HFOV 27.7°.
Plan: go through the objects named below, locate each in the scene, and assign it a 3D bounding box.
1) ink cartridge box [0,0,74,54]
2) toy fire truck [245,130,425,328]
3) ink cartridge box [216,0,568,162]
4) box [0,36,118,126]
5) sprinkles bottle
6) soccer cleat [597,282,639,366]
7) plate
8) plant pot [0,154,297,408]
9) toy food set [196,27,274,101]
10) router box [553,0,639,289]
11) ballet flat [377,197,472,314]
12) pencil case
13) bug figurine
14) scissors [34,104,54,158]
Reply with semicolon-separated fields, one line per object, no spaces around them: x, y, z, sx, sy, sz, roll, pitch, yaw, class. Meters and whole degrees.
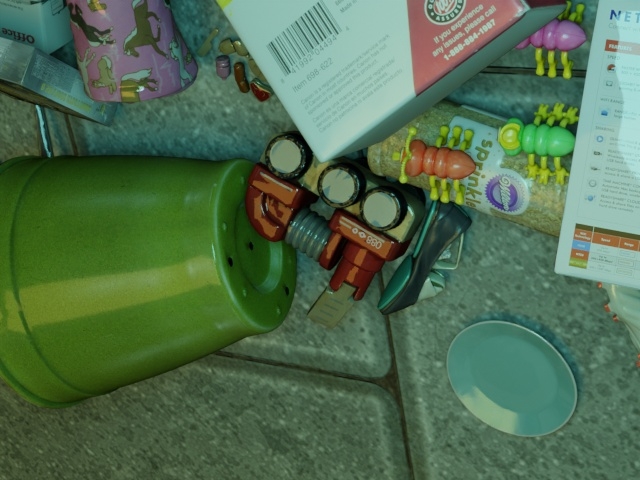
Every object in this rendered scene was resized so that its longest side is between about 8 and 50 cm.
-0.423;-0.377;1.797;0.153;0.087;0.208;18;127;22;ink cartridge box
0.000;0.000;1.712;0.217;0.158;0.246;30;106;13;toy fire truck
0.029;-0.321;1.360;0.279;0.160;0.385;-35;85;30;ink cartridge box
-0.413;-0.231;1.805;0.183;0.231;0.056;18;88;22;box
0.236;-0.079;1.542;0.355;0.121;0.121;21;128;21;sprinkles bottle
0.403;0.094;1.590;0.076;0.068;0.196;-23;107;25;soccer cleat
0.260;0.184;1.762;0.188;0.024;0.188;17;127;23;plate
-0.234;0.031;1.800;0.353;0.366;0.366;-10;114;24;plant pot
-0.103;-0.230;1.733;0.122;0.019;0.078;40;133;-6;toy food set
0.434;-0.084;1.342;0.335;0.082;0.301;12;103;19;router box
0.142;0.033;1.712;0.074;0.074;0.203;33;125;10;ballet flat
-0.266;-0.368;1.650;0.167;0.160;0.386;24;133;48;pencil case
0.189;-0.178;1.458;0.216;0.072;0.279;7;91;21;bug figurine
-0.400;-0.089;1.968;0.109;0.021;0.297;8;96;-1;scissors
